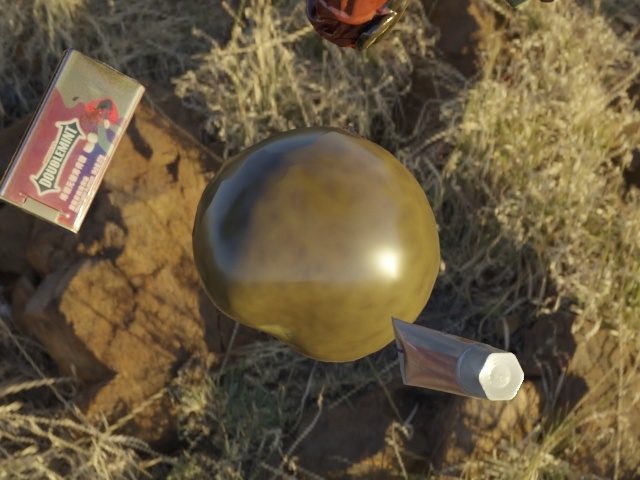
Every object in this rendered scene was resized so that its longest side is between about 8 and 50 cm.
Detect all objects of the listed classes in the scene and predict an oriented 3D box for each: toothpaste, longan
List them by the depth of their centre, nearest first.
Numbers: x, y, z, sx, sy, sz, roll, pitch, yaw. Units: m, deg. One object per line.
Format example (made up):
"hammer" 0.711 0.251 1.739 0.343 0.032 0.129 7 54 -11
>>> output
"toothpaste" 0.105 0.104 0.798 0.043 0.194 0.067 -13 94 -19
"longan" 0.000 0.000 1.490 0.404 0.336 0.404 6 77 -28

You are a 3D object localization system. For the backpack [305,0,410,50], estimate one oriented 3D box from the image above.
"backpack" 0.052 -0.331 1.014 0.139 0.229 0.229 19 53 -3

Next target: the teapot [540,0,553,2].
"teapot" 0.168 -0.192 0.669 0.100 0.068 0.045 10 87 -23

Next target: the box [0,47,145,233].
"box" -0.335 -0.133 1.254 0.120 0.069 0.224 25 82 -25

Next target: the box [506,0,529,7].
"box" 0.251 -0.357 1.002 0.129 0.210 0.148 45 63 -14

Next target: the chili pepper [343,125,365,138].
"chili pepper" 0.076 -0.165 1.765 0.050 0.059 0.268 -22 33 -3
